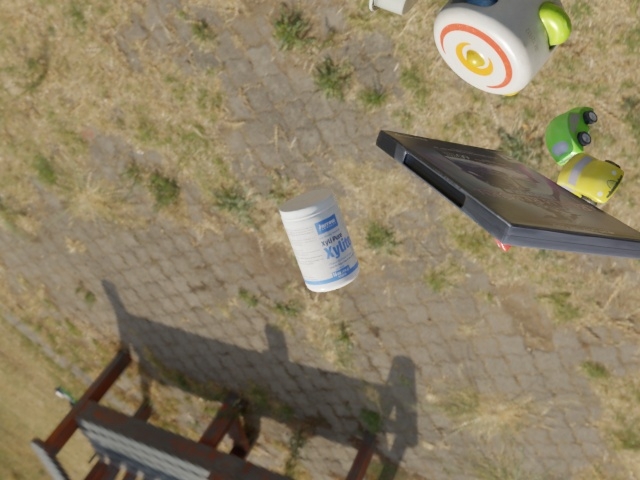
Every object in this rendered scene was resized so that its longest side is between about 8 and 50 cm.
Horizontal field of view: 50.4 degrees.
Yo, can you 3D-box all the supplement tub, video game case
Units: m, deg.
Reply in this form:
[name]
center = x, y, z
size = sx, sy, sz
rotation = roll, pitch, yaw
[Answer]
[supplement tub]
center = 0.000, 0.000, 0.807
size = 0.071, 0.071, 0.107
rotation = -6, 114, 36
[video game case]
center = 0.205, -0.057, 0.762
size = 0.195, 0.274, 0.026
rotation = 6, 113, -26

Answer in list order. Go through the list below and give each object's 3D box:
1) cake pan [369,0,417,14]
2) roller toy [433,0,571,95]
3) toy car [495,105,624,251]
[cake pan]
center = 0.179, -0.489, 1.090
size = 0.054, 0.293, 0.293
rotation = 33, 139, 2
[roller toy]
center = 0.294, -0.347, 1.140
size = 0.191, 0.146, 0.209
rotation = 39, 169, 2
[toy car]
center = 0.340, -0.114, 0.979
size = 0.053, 0.225, 0.239
rotation = 32, 151, -12
